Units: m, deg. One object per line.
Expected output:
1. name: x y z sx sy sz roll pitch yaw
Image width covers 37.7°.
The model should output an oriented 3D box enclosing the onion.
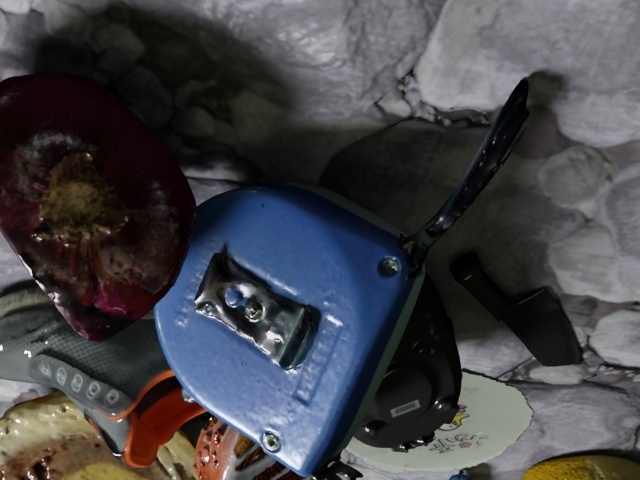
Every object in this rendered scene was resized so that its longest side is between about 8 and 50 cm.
1. onion: -0.185 -0.035 0.722 0.195 0.140 0.218 47 171 -13

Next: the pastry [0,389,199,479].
1. pastry: -0.260 0.267 1.073 0.256 0.170 0.237 35 92 -11

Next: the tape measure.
1. tape measure: 0.000 0.000 0.735 0.215 0.098 0.352 29 106 19

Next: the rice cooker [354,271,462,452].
1. rice cooker: 0.060 0.107 0.869 0.142 0.118 0.203 -21 132 0

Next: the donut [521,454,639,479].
1. donut: 0.332 0.317 1.168 0.178 0.066 0.162 -9 145 14

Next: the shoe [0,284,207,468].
1. shoe: -0.194 0.140 0.903 0.336 0.171 0.132 -4 141 10

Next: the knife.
1. knife: 0.202 0.073 0.906 0.060 0.028 0.230 -31 133 20

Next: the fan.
1. fan: 0.091 0.163 1.033 0.233 0.012 0.415 -20 136 19

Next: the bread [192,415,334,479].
1. bread: -0.057 0.229 1.016 0.160 0.073 0.161 -19 125 -30

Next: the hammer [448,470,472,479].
1. hammer: 0.187 0.358 1.233 0.116 0.070 0.194 -1 137 8
